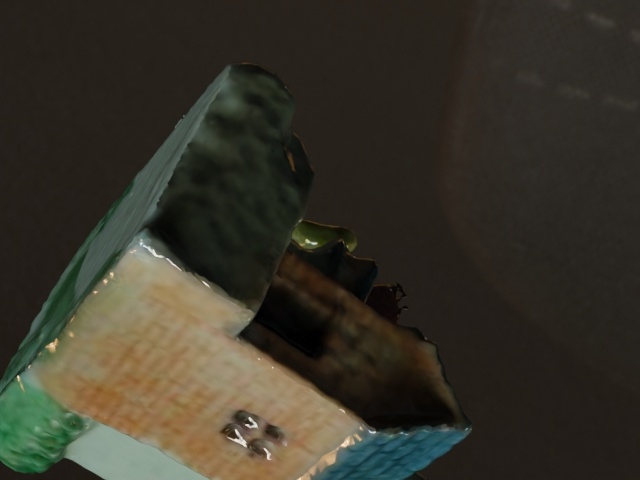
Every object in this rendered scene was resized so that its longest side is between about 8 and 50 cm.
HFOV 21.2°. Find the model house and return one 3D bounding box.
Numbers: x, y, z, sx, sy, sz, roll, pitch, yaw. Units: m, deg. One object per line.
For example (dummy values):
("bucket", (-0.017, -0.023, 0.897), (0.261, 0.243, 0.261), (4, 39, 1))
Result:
("model house", (-0.008, 0.094, 1.077), (0.325, 0.267, 0.194), (36, -135, -10))

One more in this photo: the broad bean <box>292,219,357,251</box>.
("broad bean", (0.000, 0.000, 1.885), (0.083, 0.045, 0.063), (2, -177, 32))

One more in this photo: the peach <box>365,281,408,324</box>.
("peach", (-0.027, 0.100, 1.714), (0.279, 0.068, 0.189), (-38, -142, -26))
